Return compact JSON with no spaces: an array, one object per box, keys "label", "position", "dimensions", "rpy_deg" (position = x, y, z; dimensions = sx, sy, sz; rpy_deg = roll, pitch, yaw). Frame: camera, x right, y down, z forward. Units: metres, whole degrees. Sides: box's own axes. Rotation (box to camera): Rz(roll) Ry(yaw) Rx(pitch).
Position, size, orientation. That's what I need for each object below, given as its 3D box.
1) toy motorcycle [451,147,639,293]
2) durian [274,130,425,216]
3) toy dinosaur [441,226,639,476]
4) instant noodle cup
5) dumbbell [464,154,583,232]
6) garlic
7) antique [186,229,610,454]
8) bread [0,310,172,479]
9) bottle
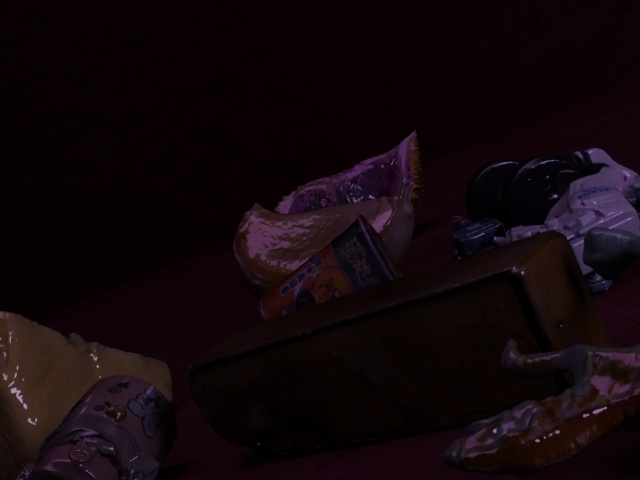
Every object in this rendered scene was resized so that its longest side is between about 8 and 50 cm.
[{"label":"toy motorcycle","position":[0.213,-0.007,0.898],"dimensions":[0.221,0.102,0.150],"rpy_deg":[-25,18,-8]},{"label":"durian","position":[0.059,-0.034,1.642],"dimensions":[0.260,0.154,0.186],"rpy_deg":[-17,29,10]},{"label":"toy dinosaur","position":[0.240,0.022,0.548],"dimensions":[0.392,0.092,0.205],"rpy_deg":[-22,6,3]},{"label":"instant noodle cup","position":[0.016,0.059,1.023],"dimensions":[0.135,0.127,0.127],"rpy_deg":[-31,5,8]},{"label":"dumbbell","position":[0.231,-0.045,1.139],"dimensions":[0.100,0.100,0.191],"rpy_deg":[-24,6,-3]},{"label":"garlic","position":[0.007,0.012,1.224],"dimensions":[0.244,0.164,0.145],"rpy_deg":[-15,-8,27]},{"label":"antique","position":[0.042,0.086,0.737],"dimensions":[0.310,0.093,0.087],"rpy_deg":[-20,7,36]},{"label":"bread","position":[-0.327,0.165,1.101],"dimensions":[0.263,0.198,0.236],"rpy_deg":[-23,-1,30]},{"label":"bottle","position":[-0.180,0.181,0.820],"dimensions":[0.099,0.099,0.152],"rpy_deg":[-22,13,19]}]
